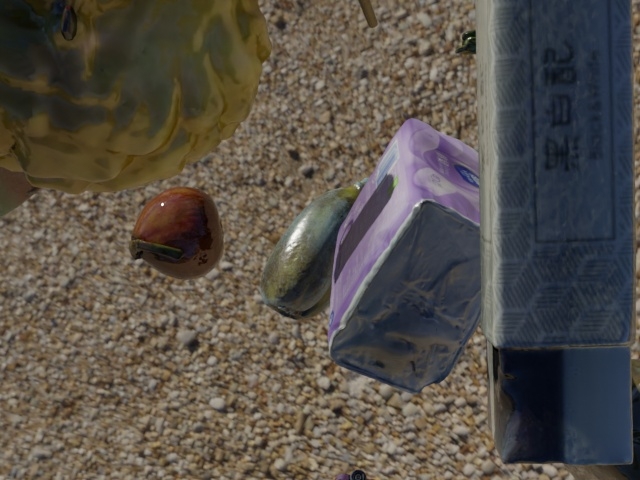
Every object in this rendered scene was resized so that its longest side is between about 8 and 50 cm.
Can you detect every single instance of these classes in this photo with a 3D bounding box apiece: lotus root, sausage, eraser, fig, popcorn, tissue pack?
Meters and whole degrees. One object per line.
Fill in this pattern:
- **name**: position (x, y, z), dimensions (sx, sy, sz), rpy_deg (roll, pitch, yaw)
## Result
- **lotus root**: position (0.000, 0.000, 1.608), dimensions (0.140, 0.158, 0.322), rpy_deg (23, 70, 20)
- **sausage**: position (0.093, -0.503, 1.802), dimensions (0.024, 0.132, 0.024), rpy_deg (-12, 50, 15)
- **eraser**: position (0.162, -0.051, 0.607), dimensions (0.098, 0.096, 0.403), rpy_deg (-2, 94, 4)
- **fig**: position (-0.290, -0.010, 1.721), dimensions (0.205, 0.205, 0.205), rpy_deg (-7, 66, 16)
- **popcorn**: position (-0.220, -0.217, 0.783), dimensions (0.348, 0.349, 0.382), rpy_deg (-59, 29, -10)
- **tissue pack**: position (0.127, 0.011, 1.130), dimensions (0.160, 0.338, 0.242), rpy_deg (25, 114, -9)

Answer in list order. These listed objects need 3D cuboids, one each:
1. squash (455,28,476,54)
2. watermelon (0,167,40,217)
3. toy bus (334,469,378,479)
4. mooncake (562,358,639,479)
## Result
- **squash**: position (0.386, -0.385, 1.554), dimensions (0.288, 0.137, 0.137), rpy_deg (-35, 61, -8)
- **watermelon**: position (-0.367, -0.176, 1.130), dimensions (0.257, 0.192, 0.139), rpy_deg (-27, 55, -11)
- **toy bus**: position (0.108, 0.489, 1.577), dimensions (0.179, 0.086, 0.098), rpy_deg (14, 64, -2)
- **mooncake**: position (0.442, 0.293, 1.118), dimensions (0.161, 0.290, 0.290), rpy_deg (-41, 61, -9)
